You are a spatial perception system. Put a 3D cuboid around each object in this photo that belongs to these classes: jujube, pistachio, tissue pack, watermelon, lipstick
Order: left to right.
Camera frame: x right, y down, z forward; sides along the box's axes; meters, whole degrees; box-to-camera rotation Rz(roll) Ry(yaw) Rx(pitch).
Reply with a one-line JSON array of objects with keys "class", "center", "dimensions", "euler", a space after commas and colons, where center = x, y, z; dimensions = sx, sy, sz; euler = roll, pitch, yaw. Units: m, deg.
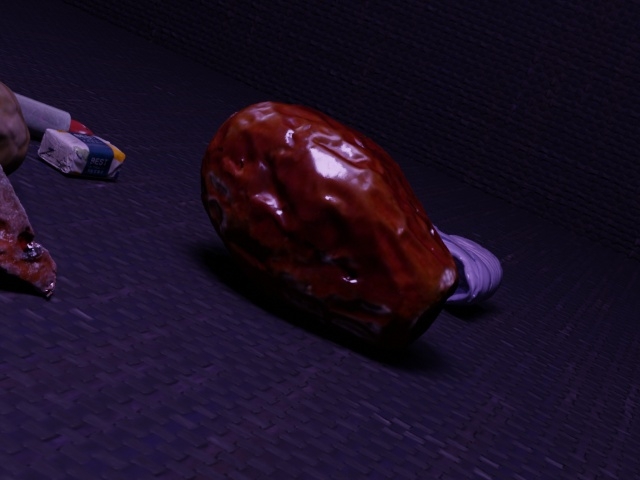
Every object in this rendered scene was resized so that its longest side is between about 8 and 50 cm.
[{"class": "pistachio", "center": [-0.364, -0.108, 1.003], "dimensions": [0.185, 0.108, 0.126], "euler": [2, -1, -39]}, {"class": "watermelon", "center": [-0.278, -0.032, 0.834], "dimensions": [0.158, 0.121, 0.098], "euler": [18, -9, -38]}, {"class": "lipstick", "center": [-0.366, -0.153, 1.309], "dimensions": [0.186, 0.057, 0.063], "euler": [20, 12, -37]}, {"class": "tissue pack", "center": [-0.282, -0.102, 1.251], "dimensions": [0.062, 0.042, 0.083], "euler": [33, 16, 30]}, {"class": "jujube", "center": [0.006, -0.017, 1.075], "dimensions": [0.290, 0.197, 0.197], "euler": [42, 17, 14]}]

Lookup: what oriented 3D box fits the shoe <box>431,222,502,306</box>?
[{"class": "shoe", "center": [0.116, 0.008, 1.361], "dimensions": [0.245, 0.095, 0.137], "euler": [31, 11, 9]}]
